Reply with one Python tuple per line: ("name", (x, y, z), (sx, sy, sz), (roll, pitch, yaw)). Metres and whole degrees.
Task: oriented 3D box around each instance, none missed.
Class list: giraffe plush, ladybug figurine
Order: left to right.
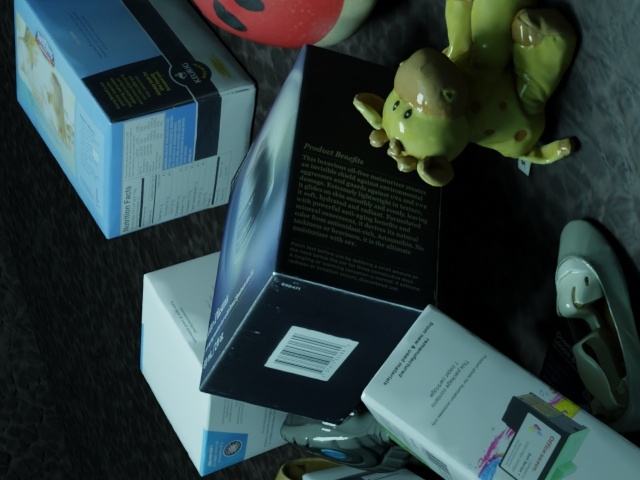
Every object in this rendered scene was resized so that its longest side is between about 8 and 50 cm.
("ladybug figurine", (-0.062, -0.351, 1.526), (0.305, 0.162, 0.449), (64, 164, 7))
("giraffe plush", (0.129, -0.139, 1.340), (0.181, 0.170, 0.210), (23, 127, 57))

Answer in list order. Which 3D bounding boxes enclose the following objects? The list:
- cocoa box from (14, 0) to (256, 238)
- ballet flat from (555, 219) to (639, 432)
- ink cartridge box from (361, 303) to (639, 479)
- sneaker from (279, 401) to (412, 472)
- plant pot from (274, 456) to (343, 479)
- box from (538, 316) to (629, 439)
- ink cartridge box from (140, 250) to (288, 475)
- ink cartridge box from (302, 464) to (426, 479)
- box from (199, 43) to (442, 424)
("cocoa box", (-0.281, -0.216, 2.031), (0.347, 0.228, 0.231), (52, 148, 35))
("ballet flat", (0.260, 0.079, 1.313), (0.072, 0.068, 0.213), (-35, 66, 48))
("ink cartridge box", (0.192, 0.205, 1.328), (0.278, 0.117, 0.201), (35, 171, 20))
("sneaker", (0.075, 0.191, 1.636), (0.341, 0.125, 0.139), (-18, 54, 54))
("plant pot", (-0.010, 0.448, 1.976), (0.237, 0.237, 0.254), (24, 114, 57))
("box", (0.272, 0.155, 1.418), (0.116, 0.029, 0.162), (50, 145, 37))
("ink cartridge box", (-0.070, 0.134, 1.800), (0.197, 0.270, 0.198), (54, 149, 35))
("ink cartridge box", (0.073, 0.406, 1.740), (0.307, 0.129, 0.223), (163, 97, -81))
("box", (0.000, 0.000, 1.520), (0.296, 0.183, 0.294), (124, 158, -54))
